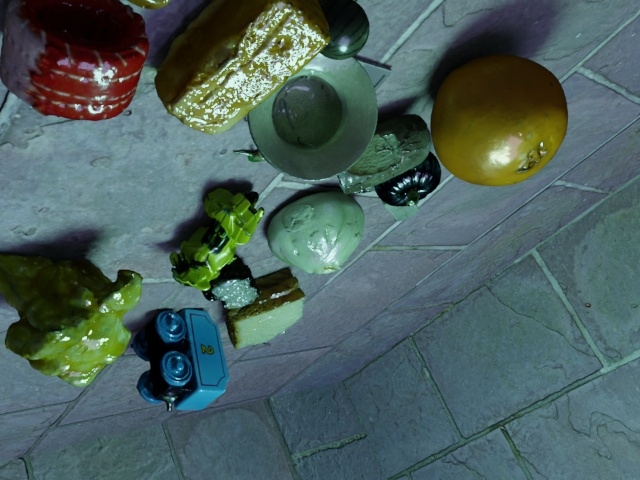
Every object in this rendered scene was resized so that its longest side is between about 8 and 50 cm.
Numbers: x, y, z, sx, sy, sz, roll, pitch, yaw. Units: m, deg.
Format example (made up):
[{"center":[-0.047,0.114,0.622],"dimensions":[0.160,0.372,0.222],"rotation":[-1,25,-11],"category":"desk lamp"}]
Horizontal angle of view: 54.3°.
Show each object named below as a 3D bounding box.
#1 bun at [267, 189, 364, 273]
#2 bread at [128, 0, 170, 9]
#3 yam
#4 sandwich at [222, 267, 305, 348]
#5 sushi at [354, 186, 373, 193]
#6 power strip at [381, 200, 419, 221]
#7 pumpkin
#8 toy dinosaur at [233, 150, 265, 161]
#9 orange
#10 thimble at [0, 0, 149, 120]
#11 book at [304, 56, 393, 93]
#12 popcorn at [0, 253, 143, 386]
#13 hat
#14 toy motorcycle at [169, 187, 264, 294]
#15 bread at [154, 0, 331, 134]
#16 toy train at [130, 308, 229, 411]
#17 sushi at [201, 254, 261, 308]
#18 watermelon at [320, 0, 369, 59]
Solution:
[{"center":[0.000,0.000,1.747],"dimensions":[0.293,0.187,0.293],"rotation":[-20,154,-10],"category":"bun"},{"center":[-0.250,-0.386,0.812],"dimensions":[0.114,0.077,0.189],"rotation":[-44,157,-8],"category":"bread"},{"center":[0.126,-0.206,1.498],"dimensions":[0.254,0.154,0.154],"rotation":[-22,157,-17],"category":"yam"},{"center":[-0.197,0.241,2.128],"dimensions":[0.262,0.131,0.325],"rotation":[-20,154,-16],"category":"sandwich"},{"center":[0.115,-0.160,1.725],"dimensions":[0.083,0.044,0.046],"rotation":[-11,131,-36],"category":"sushi"},{"center":[0.251,-0.113,1.963],"dimensions":[0.079,0.029,0.227],"rotation":[-29,158,12],"category":"power strip"},{"center":[0.234,-0.172,1.685],"dimensions":[0.194,0.150,0.194],"rotation":[-28,180,0],"category":"pumpkin"},{"center":[-0.145,-0.188,1.407],"dimensions":[0.119,0.029,0.060],"rotation":[-6,167,-34],"category":"toy dinosaur"},{"center":[0.405,-0.275,1.441],"dimensions":[0.311,0.312,0.312],"rotation":[-22,157,-10],"category":"orange"},{"center":[-0.341,-0.259,0.872],"dimensions":[0.189,0.163,0.125],"rotation":[-15,153,-39],"category":"thimble"},{"center":[0.056,-0.332,1.316],"dimensions":[0.181,0.014,0.127],"rotation":[1,145,-46],"category":"book"},{"center":[-0.574,0.179,1.390],"dimensions":[0.320,0.326,0.290],"rotation":[7,108,-23],"category":"popcorn"},{"center":[-0.030,-0.249,1.221],"dimensions":[0.257,0.257,0.130],"rotation":[-20,-162,-14],"category":"hat"},{"center":[-0.267,0.007,1.550],"dimensions":[0.342,0.142,0.206],"rotation":[-50,-175,43],"category":"toy motorcycle"},{"center":[-0.131,-0.306,1.031],"dimensions":[0.294,0.132,0.166],"rotation":[-35,155,24],"category":"bread"},{"center":[-0.430,0.376,1.956],"dimensions":[0.265,0.301,0.188],"rotation":[16,135,-43],"category":"toy train"},{"center":[-0.268,0.120,1.816],"dimensions":[0.147,0.115,0.212],"rotation":[-31,155,3],"category":"sushi"},{"center":[0.038,-0.380,1.100],"dimensions":[0.133,0.105,0.105],"rotation":[-58,170,-25],"category":"watermelon"}]
